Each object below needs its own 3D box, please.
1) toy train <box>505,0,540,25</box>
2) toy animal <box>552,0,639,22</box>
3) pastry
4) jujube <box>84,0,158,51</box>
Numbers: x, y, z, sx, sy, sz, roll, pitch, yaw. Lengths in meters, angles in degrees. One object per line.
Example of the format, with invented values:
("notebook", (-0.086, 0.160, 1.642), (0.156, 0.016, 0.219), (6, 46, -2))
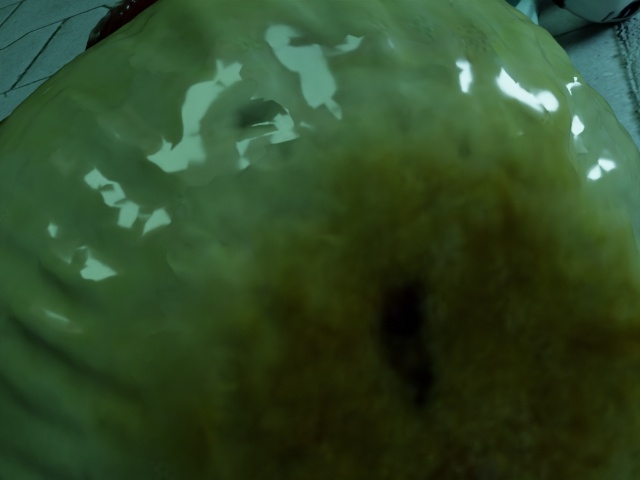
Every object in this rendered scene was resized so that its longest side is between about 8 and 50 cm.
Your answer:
("toy train", (0.139, -0.158, 1.273), (0.088, 0.086, 0.407), (23, 45, 20))
("toy animal", (0.301, -0.290, 1.354), (0.138, 0.166, 0.179), (27, 44, 17))
("pastry", (-0.013, 0.051, 0.672), (0.389, 0.388, 0.313), (-31, 23, -15))
("jujube", (-0.100, -0.147, 1.272), (0.258, 0.258, 0.377), (-31, 19, -14))
